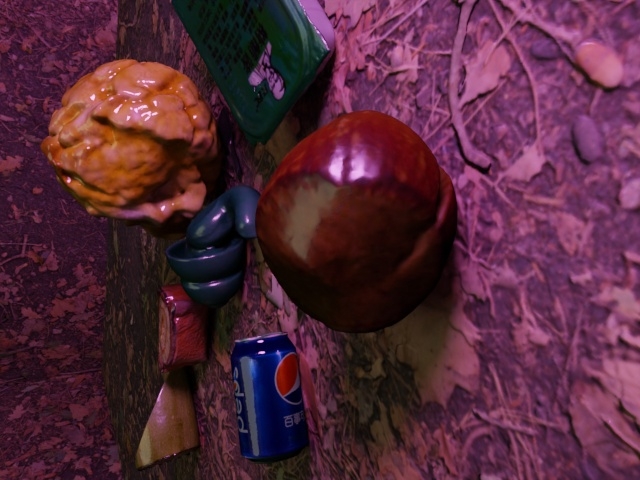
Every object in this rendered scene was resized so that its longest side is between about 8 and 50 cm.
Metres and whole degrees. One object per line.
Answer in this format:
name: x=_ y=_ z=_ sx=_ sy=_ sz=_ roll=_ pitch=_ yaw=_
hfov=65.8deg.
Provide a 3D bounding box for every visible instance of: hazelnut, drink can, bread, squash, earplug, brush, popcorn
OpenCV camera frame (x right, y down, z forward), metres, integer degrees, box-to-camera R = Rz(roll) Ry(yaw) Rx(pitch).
hazelnut: x=0.032 y=-0.023 z=0.543 sx=0.218 sy=0.218 sz=0.233 roll=48 pitch=132 yaw=46
drink can: x=-0.089 y=0.263 z=0.846 sx=0.118 sy=0.118 sz=0.204 roll=-25 pitch=72 yaw=57
bread: x=-0.359 y=0.227 z=1.283 sx=0.190 sy=0.123 sz=0.244 roll=39 pitch=124 yaw=53
squash: x=-0.448 y=0.484 z=1.389 sx=0.189 sy=0.189 sz=0.260 roll=-46 pitch=59 yaw=50
earplug: x=-0.198 y=0.019 z=1.013 sx=0.258 sy=0.164 sz=0.280 roll=10 pitch=117 yaw=22
brush: x=-0.201 y=-0.214 z=1.089 sx=0.063 sy=0.016 sz=0.193 roll=-61 pitch=43 yaw=44
popcorn: x=-0.387 y=-0.203 z=1.073 sx=0.354 sy=0.344 sz=0.390 roll=-86 pitch=8 yaw=-56

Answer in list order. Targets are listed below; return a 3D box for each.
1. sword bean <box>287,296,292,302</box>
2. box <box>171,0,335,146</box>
sword bean: x=0.000 y=0.000 z=0.759 sx=0.043 sy=0.038 sz=0.269 roll=-91 pitch=19 yaw=-51
box: x=-0.094 y=-0.346 z=0.758 sx=0.336 sy=0.106 sz=0.264 roll=60 pitch=146 yaw=5
